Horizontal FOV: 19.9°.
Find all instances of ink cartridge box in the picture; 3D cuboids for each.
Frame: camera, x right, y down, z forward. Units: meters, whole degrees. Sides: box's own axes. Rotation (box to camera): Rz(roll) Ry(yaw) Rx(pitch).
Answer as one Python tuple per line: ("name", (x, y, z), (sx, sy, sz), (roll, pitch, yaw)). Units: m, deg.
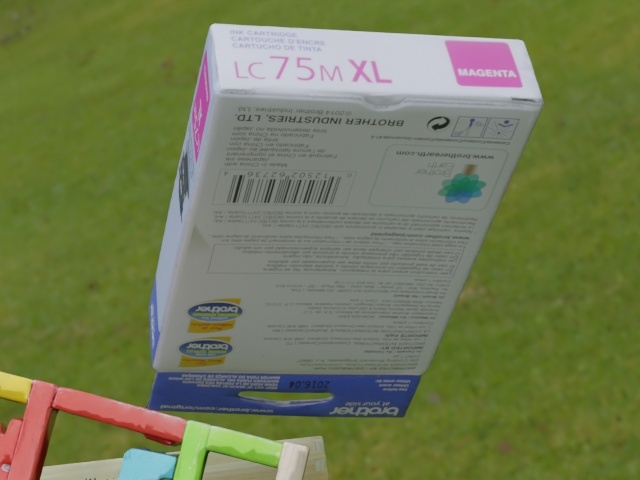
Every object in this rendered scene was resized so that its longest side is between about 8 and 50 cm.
("ink cartridge box", (0.000, 0.000, 1.105), (0.185, 0.311, 0.065), (2, 49, -14))

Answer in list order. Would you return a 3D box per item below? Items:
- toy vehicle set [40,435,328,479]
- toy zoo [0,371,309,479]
("toy vehicle set", (-0.143, 0.180, 1.267), (0.266, 0.035, 0.166), (-4, -14, -19))
("toy zoo", (-0.169, 0.172, 1.000), (0.293, 0.192, 0.030), (14, -9, 2))
